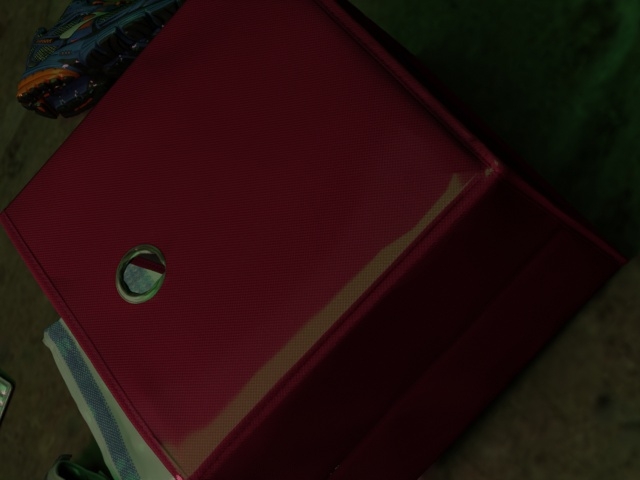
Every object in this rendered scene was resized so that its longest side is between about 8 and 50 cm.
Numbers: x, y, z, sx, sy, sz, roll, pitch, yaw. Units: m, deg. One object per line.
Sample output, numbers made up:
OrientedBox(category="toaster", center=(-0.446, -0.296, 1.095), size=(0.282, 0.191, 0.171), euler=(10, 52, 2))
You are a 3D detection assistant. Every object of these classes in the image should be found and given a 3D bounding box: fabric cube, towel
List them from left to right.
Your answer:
OrientedBox(category="towel", center=(-0.112, 0.073, 1.081), size=(0.285, 0.034, 0.209), euler=(-44, 63, 23))
OrientedBox(category="fabric cube", center=(0.000, 0.000, 0.852), size=(0.258, 0.259, 0.254), euler=(-47, 60, 11))

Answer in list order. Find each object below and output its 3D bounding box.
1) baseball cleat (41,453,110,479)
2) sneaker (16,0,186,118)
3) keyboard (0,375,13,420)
OrientedBox(category="baseball cleat", center=(-0.194, 0.277, 1.079), size=(0.206, 0.072, 0.109), euler=(56, 135, 27))
OrientedBox(category="sneaker", center=(-0.191, -0.187, 1.143), size=(0.221, 0.083, 0.087), euler=(-19, 66, 29))
OrientedBox(category="keyboard", center=(-0.368, 0.240, 1.254), size=(0.072, 0.014, 0.256), euler=(28, 101, 34))
